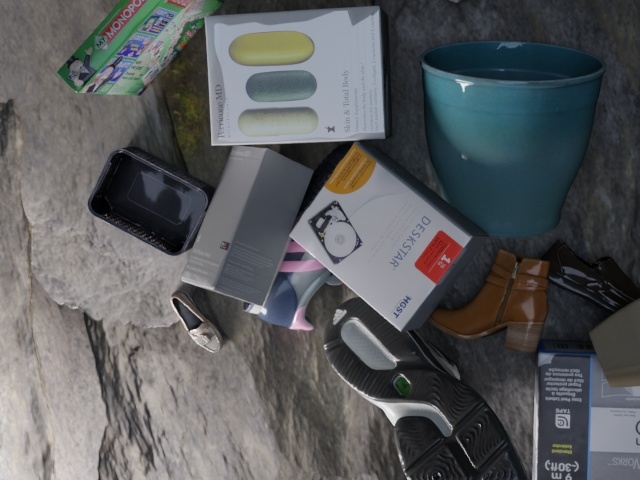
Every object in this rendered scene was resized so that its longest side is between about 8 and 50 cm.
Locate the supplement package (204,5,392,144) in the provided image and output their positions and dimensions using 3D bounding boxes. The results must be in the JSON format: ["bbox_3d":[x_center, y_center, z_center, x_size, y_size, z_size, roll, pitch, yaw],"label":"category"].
[{"bbox_3d":[-0.027,-0.251,1.818,0.263,0.198,0.199,-2,96,7],"label":"supplement package"}]

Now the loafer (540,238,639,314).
[{"bbox_3d":[0.452,0.065,1.860,0.220,0.080,0.078,25,100,3],"label":"loafer"}]

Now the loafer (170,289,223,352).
[{"bbox_3d":[-0.212,0.139,1.967,0.045,0.039,0.125,-38,91,9],"label":"loafer"}]

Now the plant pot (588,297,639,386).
[{"bbox_3d":[0.464,0.164,1.763,0.096,0.109,0.109,-21,62,11],"label":"plant pot"}]

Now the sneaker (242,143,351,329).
[{"bbox_3d":[0.000,0.000,1.906,0.131,0.112,0.319,28,103,-14],"label":"sneaker"}]

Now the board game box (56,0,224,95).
[{"bbox_3d":[-0.263,-0.312,1.779,0.046,0.317,0.213,43,99,1],"label":"board game box"}]

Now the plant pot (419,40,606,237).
[{"bbox_3d":[0.280,-0.149,1.774,0.272,0.271,0.255,4,111,6],"label":"plant pot"}]

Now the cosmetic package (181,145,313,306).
[{"bbox_3d":[-0.116,-0.027,1.856,0.107,0.127,0.237,20,85,-31],"label":"cosmetic package"}]

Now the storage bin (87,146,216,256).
[{"bbox_3d":[-0.275,-0.066,1.928,0.180,0.084,0.122,28,99,2],"label":"storage bin"}]

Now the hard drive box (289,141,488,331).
[{"bbox_3d":[0.101,-0.007,1.748,0.232,0.089,0.181,40,105,19],"label":"hard drive box"}]

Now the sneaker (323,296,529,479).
[{"bbox_3d":[0.209,0.275,1.799,0.169,0.257,0.447,-45,59,14],"label":"sneaker"}]

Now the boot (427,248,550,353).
[{"bbox_3d":[0.272,0.087,1.877,0.197,0.073,0.152,11,95,24],"label":"boot"}]

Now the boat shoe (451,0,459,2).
[{"bbox_3d":[0.097,-0.435,1.832,0.277,0.098,0.096,15,98,3],"label":"boat shoe"}]

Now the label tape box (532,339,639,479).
[{"bbox_3d":[0.464,0.334,1.879,0.241,0.106,0.333,1,97,7],"label":"label tape box"}]
